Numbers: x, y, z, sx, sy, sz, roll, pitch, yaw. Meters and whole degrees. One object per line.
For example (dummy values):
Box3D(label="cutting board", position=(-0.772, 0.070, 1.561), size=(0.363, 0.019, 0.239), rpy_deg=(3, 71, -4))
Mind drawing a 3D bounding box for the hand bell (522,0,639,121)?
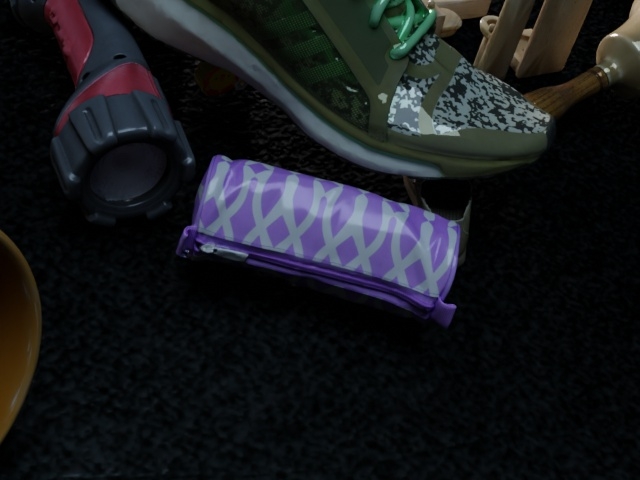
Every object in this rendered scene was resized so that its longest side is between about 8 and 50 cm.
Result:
Box3D(label="hand bell", position=(0.253, -0.149, 0.962), size=(0.242, 0.126, 0.126), rpy_deg=(-26, 58, -19))

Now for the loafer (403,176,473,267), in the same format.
Box3D(label="loafer", position=(0.102, -0.042, 0.838), size=(0.056, 0.050, 0.148), rpy_deg=(5, 47, -10))

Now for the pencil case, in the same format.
Box3D(label="pencil case", position=(0.000, 0.000, 0.745), size=(0.206, 0.086, 0.088), rpy_deg=(13, 33, -2))

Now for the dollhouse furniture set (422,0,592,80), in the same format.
Box3D(label="dollhouse furniture set", position=(0.161, -0.252, 1.001), size=(0.144, 0.123, 0.151), rpy_deg=(-14, 52, -26))

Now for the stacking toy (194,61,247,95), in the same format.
Box3D(label="stacking toy", position=(-0.054, -0.223, 0.974), size=(0.221, 0.052, 0.167), rpy_deg=(-18, 56, -31))

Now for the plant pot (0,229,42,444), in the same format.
Box3D(label="plant pot", position=(-0.297, 0.045, 0.567), size=(0.188, 0.205, 0.205), rpy_deg=(24, 44, 31))

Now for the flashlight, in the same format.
Box3D(label="flashlight", position=(-0.196, -0.145, 0.832), size=(0.103, 0.103, 0.304), rpy_deg=(11, 36, -41))

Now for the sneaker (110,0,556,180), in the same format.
Box3D(label="sneaker", position=(0.017, -0.193, 0.799), size=(0.410, 0.182, 0.158), rpy_deg=(28, 39, 0))
